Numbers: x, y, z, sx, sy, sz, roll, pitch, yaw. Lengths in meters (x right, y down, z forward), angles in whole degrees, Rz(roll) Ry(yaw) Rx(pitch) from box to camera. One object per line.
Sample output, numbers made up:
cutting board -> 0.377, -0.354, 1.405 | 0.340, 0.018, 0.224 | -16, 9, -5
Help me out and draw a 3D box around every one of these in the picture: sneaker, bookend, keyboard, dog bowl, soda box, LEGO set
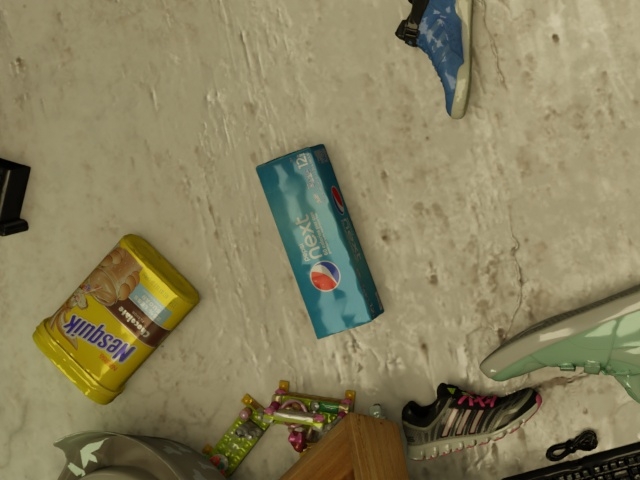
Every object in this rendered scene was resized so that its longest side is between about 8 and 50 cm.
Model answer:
sneaker -> 0.125, -0.211, 1.845 | 0.085, 0.058, 0.152 | 2, 93, 8
bookend -> -0.417, -0.102, 1.989 | 0.157, 0.072, 0.156 | 17, 100, 11
keyboard -> 0.295, 0.272, 1.881 | 0.180, 0.023, 0.108 | -18, 92, 15
sneaker -> 0.310, 0.145, 1.825 | 0.256, 0.094, 0.151 | -21, 92, 16
dog bowl -> -0.212, 0.385, 1.924 | 0.349, 0.102, 0.348 | 2, 93, 39
soda box -> 0.000, 0.000, 1.899 | 0.071, 0.067, 0.210 | -19, 91, 16
sneaker -> 0.164, 0.192, 1.882 | 0.170, 0.063, 0.074 | -21, 97, 20
LEGO set -> -0.062, 0.240, 1.923 | 0.287, 0.107, 0.132 | -16, 92, 15

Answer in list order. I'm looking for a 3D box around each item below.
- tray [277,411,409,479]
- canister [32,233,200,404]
tray -> 0.036, 0.408, 1.741 | 0.076, 0.410, 0.203 | 17, 134, -29
canister -> -0.240, 0.091, 1.968 | 0.126, 0.073, 0.170 | 44, 103, 5
